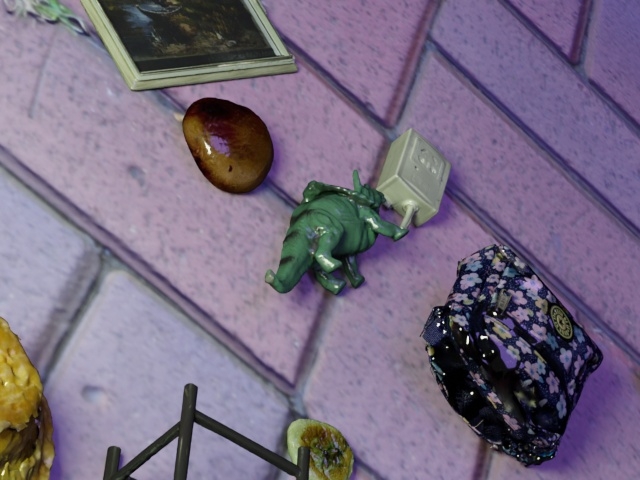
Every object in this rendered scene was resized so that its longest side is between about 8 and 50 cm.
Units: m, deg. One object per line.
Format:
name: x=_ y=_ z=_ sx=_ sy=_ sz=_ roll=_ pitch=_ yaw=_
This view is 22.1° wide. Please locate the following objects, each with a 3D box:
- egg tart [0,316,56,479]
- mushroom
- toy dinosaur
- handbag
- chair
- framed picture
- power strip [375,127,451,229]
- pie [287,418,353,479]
egg tart: x=-0.301 y=0.118 z=1.294 sx=0.241 sy=0.106 sz=0.241 roll=31 pitch=36 yaw=-25
mushroom: x=-0.097 y=-0.108 z=1.764 sx=0.123 sy=0.052 sz=0.123 roll=31 pitch=41 yaw=-32
toy dinosaur: x=0.014 y=0.011 z=1.760 sx=0.120 sy=0.079 sz=0.292 roll=39 pitch=34 yaw=-8
handbag: x=0.213 y=0.127 z=1.834 sx=0.228 sy=0.127 sz=0.208 roll=51 pitch=33 yaw=-15
chair: x=-0.099 y=0.273 z=1.342 sx=0.155 sy=0.141 sz=0.260 roll=32 pitch=38 yaw=-24
framed picture: x=-0.165 y=-0.280 z=1.868 sx=0.296 sy=0.019 sz=0.232 roll=-16 pitch=71 yaw=-53
power strip: x=0.109 y=-0.063 z=1.958 sx=0.075 sy=0.042 sz=0.175 roll=40 pitch=37 yaw=-17
pie: x=0.002 y=0.211 z=1.613 sx=0.084 sy=0.021 sz=0.084 roll=28 pitch=41 yaw=-28
